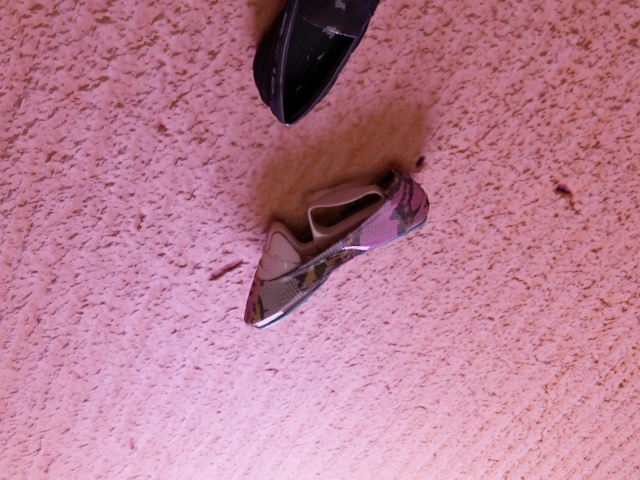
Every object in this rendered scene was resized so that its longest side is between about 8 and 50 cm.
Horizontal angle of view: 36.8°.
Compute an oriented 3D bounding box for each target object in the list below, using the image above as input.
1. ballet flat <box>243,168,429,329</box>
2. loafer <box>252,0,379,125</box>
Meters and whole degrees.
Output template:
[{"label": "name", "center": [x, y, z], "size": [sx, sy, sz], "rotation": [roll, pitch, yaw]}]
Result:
[{"label": "ballet flat", "center": [0.000, 0.000, 0.939], "size": [0.221, 0.077, 0.079], "rotation": [-33, 118, 11]}, {"label": "loafer", "center": [0.014, -0.184, 0.726], "size": [0.076, 0.078, 0.223], "rotation": [9, 133, -27]}]
